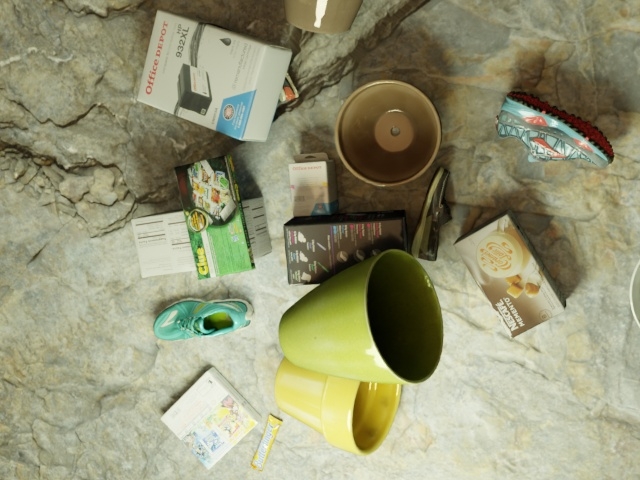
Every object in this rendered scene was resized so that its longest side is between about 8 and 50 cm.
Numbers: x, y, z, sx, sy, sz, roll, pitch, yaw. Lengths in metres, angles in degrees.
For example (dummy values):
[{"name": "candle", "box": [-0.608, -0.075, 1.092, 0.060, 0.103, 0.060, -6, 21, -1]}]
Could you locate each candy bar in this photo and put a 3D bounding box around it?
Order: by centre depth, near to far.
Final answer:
[{"name": "candy bar", "box": [-0.140, 0.524, 2.135, 0.040, 0.018, 0.161, 24, 105, 11]}]

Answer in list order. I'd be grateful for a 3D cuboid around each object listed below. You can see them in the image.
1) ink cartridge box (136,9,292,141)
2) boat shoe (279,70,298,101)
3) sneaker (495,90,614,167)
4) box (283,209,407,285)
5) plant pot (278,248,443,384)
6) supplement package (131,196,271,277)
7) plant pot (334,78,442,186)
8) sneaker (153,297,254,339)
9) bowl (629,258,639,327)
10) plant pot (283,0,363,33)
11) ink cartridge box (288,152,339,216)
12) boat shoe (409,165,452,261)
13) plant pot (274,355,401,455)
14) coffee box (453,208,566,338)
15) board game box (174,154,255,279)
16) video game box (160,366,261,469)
[{"name": "ink cartridge box", "box": [-0.250, -0.382, 1.915, 0.307, 0.129, 0.223, 23, 105, 22]}, {"name": "boat shoe", "box": [-0.093, -0.392, 1.942, 0.043, 0.049, 0.137, -19, 82, -19]}, {"name": "sneaker", "box": [0.501, -0.217, 1.787, 0.262, 0.104, 0.125, 32, 124, 13]}, {"name": "box", "box": [0.063, 0.014, 1.887, 0.270, 0.165, 0.143, -4, 98, 8]}, {"name": "plant pot", "box": [0.063, 0.184, 1.751, 0.293, 0.275, 0.274, -17, 95, 37]}, {"name": "supplement package", "box": [-0.278, -0.010, 1.979, 0.262, 0.204, 0.145, -7, 95, 17]}, {"name": "plant pot", "box": [0.158, -0.243, 1.860, 0.237, 0.110, 0.237, 3, 101, 15]}, {"name": "sneaker", "box": [-0.303, 0.199, 2.075, 0.275, 0.110, 0.107, -11, 97, 19]}, {"name": "bowl", "box": [0.796, 0.095, 1.723, 0.298, 0.134, 0.298, 3, 102, 16]}, {"name": "plant pot", "box": [0.014, -0.577, 1.788, 0.263, 0.263, 0.229, 18, 121, 13]}, {"name": "ink cartridge box", "box": [-0.015, -0.133, 1.941, 0.092, 0.090, 0.143, -2, 98, 16]}, {"name": "boat shoe", "box": [0.264, -0.057, 1.884, 0.073, 0.080, 0.223, 18, 110, 7]}, {"name": "plant pot", "box": [0.031, 0.350, 1.947, 0.239, 0.254, 0.254, 10, 103, 30]}, {"name": "coffee box", "box": [0.423, 0.073, 1.846, 0.141, 0.098, 0.246, -30, 90, 19]}, {"name": "board game box", "box": [-0.235, -0.050, 1.840, 0.136, 0.030, 0.259, -11, 93, 15]}, {"name": "video game box", "box": [-0.284, 0.461, 2.151, 0.187, 0.048, 0.205, 47, 109, 6]}]
